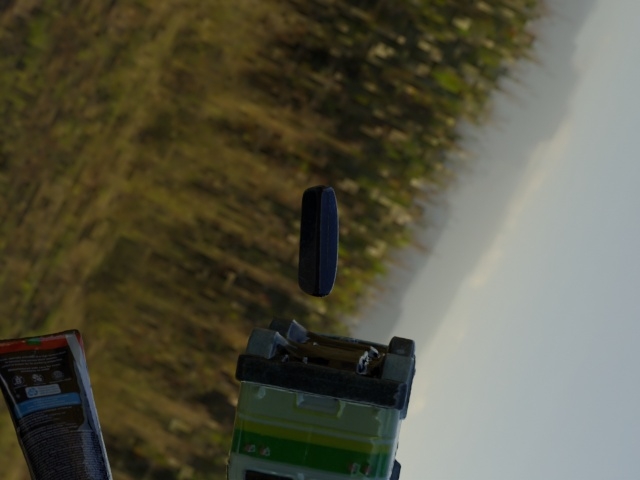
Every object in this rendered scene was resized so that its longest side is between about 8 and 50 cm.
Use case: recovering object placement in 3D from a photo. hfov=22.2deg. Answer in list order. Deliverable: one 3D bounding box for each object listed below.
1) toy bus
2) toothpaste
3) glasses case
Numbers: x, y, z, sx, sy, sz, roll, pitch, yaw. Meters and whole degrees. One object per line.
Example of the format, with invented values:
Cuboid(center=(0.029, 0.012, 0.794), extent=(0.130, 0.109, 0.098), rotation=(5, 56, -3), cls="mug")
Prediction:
Cuboid(center=(0.001, 0.153, 1.317), extent=(0.276, 0.134, 0.164), rotation=(-5, 106, -85), cls="toy bus")
Cuboid(center=(-0.176, 0.146, 1.136), extent=(0.193, 0.071, 0.045), rotation=(67, -29, 29), cls="toothpaste")
Cuboid(center=(0.000, 0.000, 1.224), extent=(0.033, 0.023, 0.083), rotation=(10, -82, 62), cls="glasses case")
